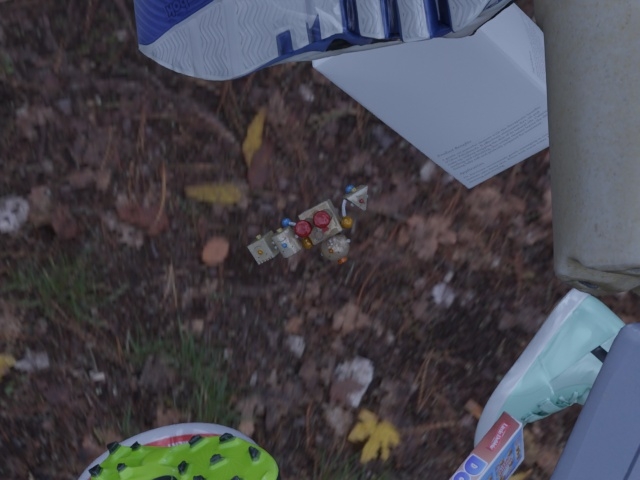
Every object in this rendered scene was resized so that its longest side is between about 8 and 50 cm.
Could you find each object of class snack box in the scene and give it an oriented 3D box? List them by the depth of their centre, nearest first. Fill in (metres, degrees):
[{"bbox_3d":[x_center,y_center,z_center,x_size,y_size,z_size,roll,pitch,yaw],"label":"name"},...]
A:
[{"bbox_3d":[0.104,0.220,1.195,0.022,0.064,0.178,31,65,27],"label":"snack box"}]

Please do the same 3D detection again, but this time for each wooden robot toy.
[{"bbox_3d":[0.000,0.000,1.819,0.173,0.076,0.079,-28,101,16],"label":"wooden robot toy"}]

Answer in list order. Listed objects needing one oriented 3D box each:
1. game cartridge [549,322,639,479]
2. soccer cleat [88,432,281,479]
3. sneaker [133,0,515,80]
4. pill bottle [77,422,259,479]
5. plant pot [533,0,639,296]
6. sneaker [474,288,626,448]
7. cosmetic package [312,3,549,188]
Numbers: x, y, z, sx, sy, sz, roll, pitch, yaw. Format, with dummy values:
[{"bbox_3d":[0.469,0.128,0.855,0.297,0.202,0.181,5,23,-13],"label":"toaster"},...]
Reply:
[{"bbox_3d":[0.174,0.102,0.514,0.294,0.196,0.060,3,29,-44],"label":"game cartridge"},{"bbox_3d":[-0.089,0.177,1.059,0.060,0.179,0.072,-52,123,-38],"label":"soccer cleat"},{"bbox_3d":[0.026,-0.186,1.094,0.315,0.182,0.127,1,97,33],"label":"sneaker"},{"bbox_3d":[-0.103,0.370,1.406,0.210,0.210,0.363,-15,49,-10],"label":"pill bottle"},{"bbox_3d":[0.328,-0.104,1.331,0.334,0.334,0.305,8,80,-2],"label":"plant pot"},{"bbox_3d":[0.297,0.199,1.815,0.151,0.094,0.256,38,113,18],"label":"sneaker"},{"bbox_3d":[0.162,-0.237,1.945,0.197,0.365,0.155,-27,50,25],"label":"cosmetic package"}]
